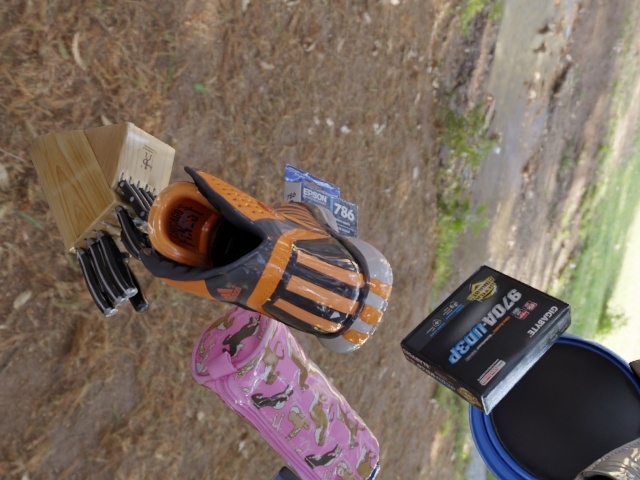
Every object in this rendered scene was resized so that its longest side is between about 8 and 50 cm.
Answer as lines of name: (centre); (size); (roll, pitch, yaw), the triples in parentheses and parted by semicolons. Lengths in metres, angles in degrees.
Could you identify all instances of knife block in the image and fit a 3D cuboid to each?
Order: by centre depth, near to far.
knife block: (-0.288, -0.023, 0.763); (0.088, 0.276, 0.242); (31, 64, -55)

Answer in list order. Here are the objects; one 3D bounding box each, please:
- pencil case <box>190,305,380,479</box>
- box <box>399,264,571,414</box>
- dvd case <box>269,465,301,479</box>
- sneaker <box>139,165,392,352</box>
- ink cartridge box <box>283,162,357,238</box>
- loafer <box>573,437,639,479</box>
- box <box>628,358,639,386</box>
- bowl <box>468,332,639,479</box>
pencil case: (-0.049, 0.269, 0.953); (0.160, 0.167, 0.386); (-41, 120, -13)
box: (0.268, 0.152, 0.958); (0.220, 0.175, 0.051); (-38, 130, -19)
dvd case: (-0.055, 0.490, 0.943); (0.253, 0.180, 0.022); (-53, 173, 30)
sneaker: (-0.074, -0.008, 0.556); (0.180, 0.321, 0.124); (26, 87, -24)
ink cartridge box: (0.000, 0.000, 1.205); (0.165, 0.065, 0.332); (18, 60, -37)
loafer: (0.368, 0.331, 0.727); (0.319, 0.112, 0.111); (-25, 132, -33)
box: (0.704, 0.261, 0.940); (0.182, 0.294, 0.296); (66, 19, 5)
bowl: (0.525, 0.390, 1.277); (0.077, 0.391, 0.391); (-7, 110, -60)
